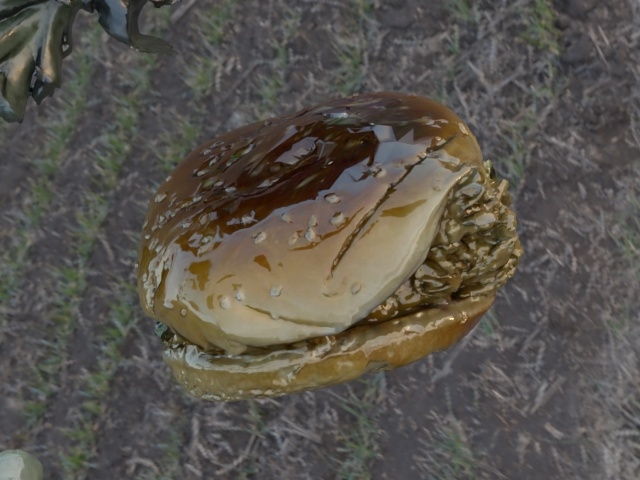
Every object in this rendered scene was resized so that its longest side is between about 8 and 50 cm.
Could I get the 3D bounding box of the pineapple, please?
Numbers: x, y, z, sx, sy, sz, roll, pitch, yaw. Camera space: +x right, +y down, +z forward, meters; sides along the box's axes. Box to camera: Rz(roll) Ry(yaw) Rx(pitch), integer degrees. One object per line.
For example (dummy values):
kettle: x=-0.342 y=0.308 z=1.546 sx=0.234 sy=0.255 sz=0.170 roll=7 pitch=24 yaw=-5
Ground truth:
pineapple: x=-0.140 y=-0.217 z=0.721 sx=0.310 sy=0.170 sz=0.141 roll=-49 pitch=23 yaw=-10

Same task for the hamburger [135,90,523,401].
hamburger: x=0.000 y=0.000 z=0.671 sx=0.286 sy=0.146 sz=0.243 roll=12 pitch=42 yaw=46

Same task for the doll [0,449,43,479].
doll: x=-0.154 y=0.238 z=0.597 sx=0.258 sy=0.154 sz=0.228 roll=4 pitch=71 yaw=-2
